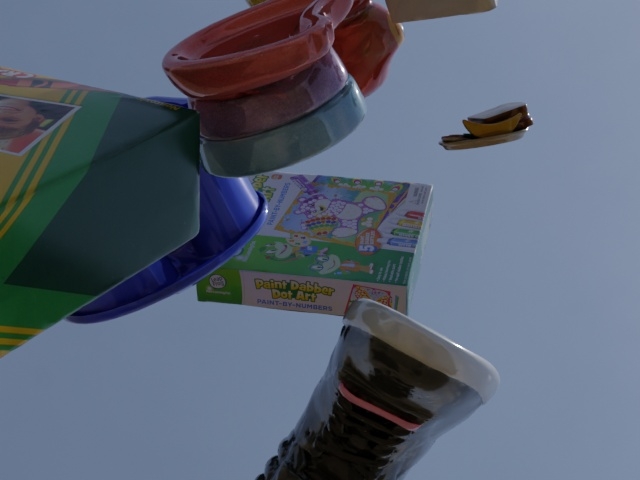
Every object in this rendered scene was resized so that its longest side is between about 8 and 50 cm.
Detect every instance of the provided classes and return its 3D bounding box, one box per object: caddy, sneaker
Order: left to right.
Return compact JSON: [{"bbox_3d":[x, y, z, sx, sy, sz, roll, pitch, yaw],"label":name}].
[{"bbox_3d":[-0.201,-0.021,1.384,0.341,0.241,0.179,15,-45,62],"label":"caddy"},{"bbox_3d":[0.027,0.133,0.848,0.104,0.147,0.296,30,-15,4],"label":"sneaker"}]

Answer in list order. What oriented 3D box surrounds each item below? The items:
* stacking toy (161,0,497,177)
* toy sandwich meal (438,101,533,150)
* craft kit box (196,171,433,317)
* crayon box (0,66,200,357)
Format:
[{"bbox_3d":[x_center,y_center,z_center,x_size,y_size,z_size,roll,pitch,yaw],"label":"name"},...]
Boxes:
[{"bbox_3d":[0.048,-0.146,1.009,0.279,0.309,0.130,-9,-65,26],"label":"stacking toy"},{"bbox_3d":[0.140,-0.098,1.127,0.085,0.085,0.029,-4,-81,35],"label":"toy sandwich meal"},{"bbox_3d":[0.000,0.000,1.589,0.246,0.250,0.061,3,-60,10],"label":"craft kit box"},{"bbox_3d":[-0.314,-0.034,0.867,0.363,0.313,0.106,14,-64,25],"label":"crayon box"}]
